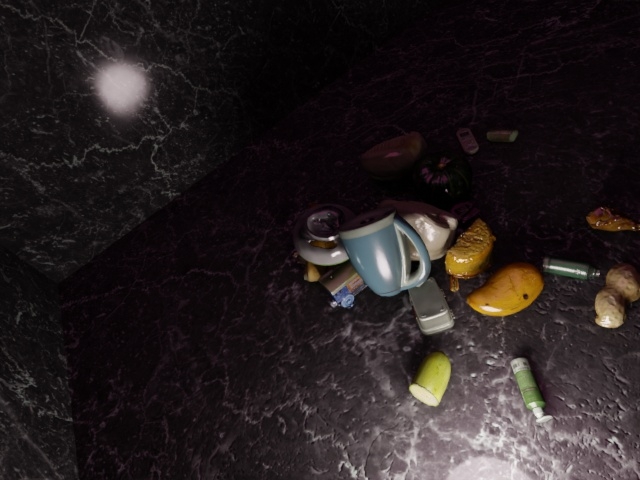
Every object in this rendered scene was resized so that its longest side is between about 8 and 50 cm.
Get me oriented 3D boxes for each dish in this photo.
[{"bbox_3d":[0.028,-0.056,1.843,0.324,0.124,0.324,-4,54,5],"label":"dish"}]

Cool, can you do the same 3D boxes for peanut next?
[{"bbox_3d":[1.022,0.188,1.429,0.263,0.101,0.117,-48,26,-18],"label":"peanut"}]

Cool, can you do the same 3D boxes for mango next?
[{"bbox_3d":[0.710,0.195,1.587,0.295,0.120,0.177,-32,50,1],"label":"mango"}]

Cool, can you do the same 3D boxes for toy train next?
[{"bbox_3d":[0.142,0.167,1.864,0.299,0.202,0.131,-38,45,-11],"label":"toy train"}]

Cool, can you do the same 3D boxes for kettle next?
[{"bbox_3d":[0.268,0.059,1.647,0.319,0.342,0.247,-13,15,38],"label":"kettle"}]

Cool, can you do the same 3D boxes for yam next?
[{"bbox_3d":[0.958,-0.555,2.191,0.146,0.070,0.070,13,58,38],"label":"yam"}]

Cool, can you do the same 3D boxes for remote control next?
[{"bbox_3d":[0.808,-0.545,2.282,0.078,0.042,0.221,-18,43,15],"label":"remote control"}]

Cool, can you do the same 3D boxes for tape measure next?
[{"bbox_3d":[0.676,-0.125,1.936,0.125,0.074,0.118,-30,42,-2],"label":"tape measure"}]

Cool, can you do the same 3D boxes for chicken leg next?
[{"bbox_3d":[1.175,-0.069,1.609,0.251,0.087,0.107,22,81,34],"label":"chicken leg"}]

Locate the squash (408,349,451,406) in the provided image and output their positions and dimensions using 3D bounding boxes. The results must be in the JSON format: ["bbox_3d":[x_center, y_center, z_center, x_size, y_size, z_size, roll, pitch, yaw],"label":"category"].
[{"bbox_3d":[0.402,0.480,1.492,0.123,0.123,0.187,11,53,36],"label":"squash"}]

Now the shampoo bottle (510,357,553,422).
[{"bbox_3d":[0.690,0.489,1.359,0.065,0.065,0.204,-17,44,15],"label":"shampoo bottle"}]

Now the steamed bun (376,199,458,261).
[{"bbox_3d":[0.416,-0.036,1.848,0.342,0.255,0.367,5,13,-22],"label":"steamed bun"}]

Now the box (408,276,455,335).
[{"bbox_3d":[0.439,0.261,1.663,0.148,0.129,0.210,-21,42,10],"label":"box"}]

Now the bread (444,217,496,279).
[{"bbox_3d":[0.646,0.047,1.735,0.260,0.160,0.147,-40,49,-19],"label":"bread"}]

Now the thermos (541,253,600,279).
[{"bbox_3d":[0.951,0.105,1.576,0.187,0.083,0.073,12,79,35],"label":"thermos"}]

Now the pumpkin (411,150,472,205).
[{"bbox_3d":[0.600,-0.303,2.056,0.300,0.207,0.300,-5,49,6],"label":"pumpkin"}]

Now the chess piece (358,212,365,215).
[{"bbox_3d":[0.217,-0.027,2.083,0.139,0.124,0.307,-46,28,34],"label":"chess piece"}]

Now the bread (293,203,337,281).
[{"bbox_3d":[0.011,0.017,2.096,0.245,0.329,0.424,13,45,-14],"label":"bread"}]

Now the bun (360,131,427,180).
[{"bbox_3d":[0.406,-0.431,2.251,0.365,0.219,0.365,-22,18,8],"label":"bun"}]

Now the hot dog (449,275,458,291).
[{"bbox_3d":[0.563,0.179,1.752,0.037,0.021,0.083,-13,44,20],"label":"hot dog"}]
